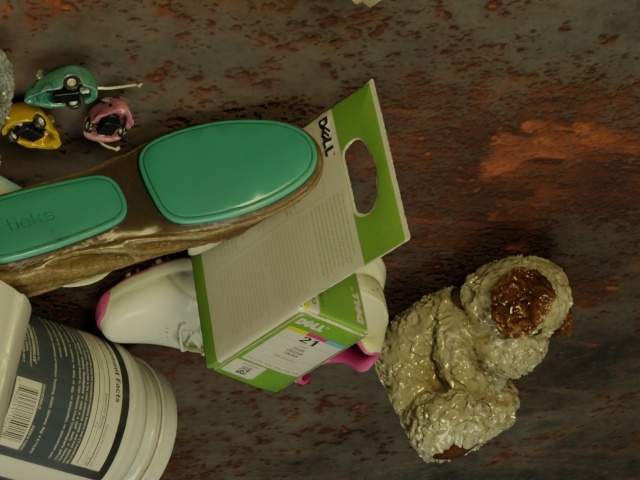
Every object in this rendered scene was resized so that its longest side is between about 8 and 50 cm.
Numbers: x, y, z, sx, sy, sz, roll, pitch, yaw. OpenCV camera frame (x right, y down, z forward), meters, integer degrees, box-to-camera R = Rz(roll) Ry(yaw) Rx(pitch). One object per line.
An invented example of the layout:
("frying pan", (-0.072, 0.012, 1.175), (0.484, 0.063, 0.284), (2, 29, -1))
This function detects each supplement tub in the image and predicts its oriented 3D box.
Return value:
("supplement tub", (-0.303, 0.173, 1.897), (0.191, 0.191, 0.272), (-33, 142, 31))

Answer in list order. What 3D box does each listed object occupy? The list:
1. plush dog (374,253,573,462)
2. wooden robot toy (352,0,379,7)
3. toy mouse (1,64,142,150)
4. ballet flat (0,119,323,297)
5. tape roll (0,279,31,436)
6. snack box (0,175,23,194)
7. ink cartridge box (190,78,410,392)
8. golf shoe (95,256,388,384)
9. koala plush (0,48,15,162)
("plush dog", (0.172, 0.098, 1.984), (0.225, 0.211, 0.262), (-36, 171, 12))
("wooden robot toy", (0.030, -0.246, 1.467), (0.079, 0.076, 0.173), (-33, 143, 13))
("toy mouse", (-0.210, -0.121, 1.609), (0.143, 0.031, 0.161), (-26, 150, 33))
("ballet flat", (-0.164, -0.018, 1.683), (0.342, 0.116, 0.124), (-20, 155, -14))
("tape roll", (-0.390, 0.110, 1.605), (0.246, 0.169, 0.246), (9, 161, 3))
("snack box", (-0.446, 0.012, 1.724), (0.322, 0.060, 0.187), (-28, 144, 25))
("ink cartridge box", (0.000, 0.000, 1.723), (0.255, 0.189, 0.097), (-33, 141, 30))
("golf shoe", (-0.077, 0.083, 1.880), (0.306, 0.140, 0.115), (-8, 149, -3))
("koala plush", (-0.375, -0.116, 1.449), (0.196, 0.203, 0.221), (-20, 135, 13))
